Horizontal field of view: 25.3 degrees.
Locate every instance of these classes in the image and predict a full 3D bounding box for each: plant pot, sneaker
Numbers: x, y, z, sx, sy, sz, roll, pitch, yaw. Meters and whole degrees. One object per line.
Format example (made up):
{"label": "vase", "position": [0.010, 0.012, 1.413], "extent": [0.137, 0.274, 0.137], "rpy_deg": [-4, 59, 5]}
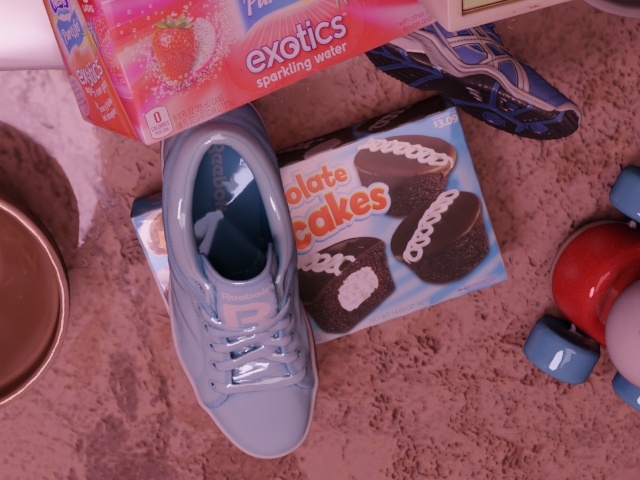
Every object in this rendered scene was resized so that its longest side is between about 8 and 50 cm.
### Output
{"label": "plant pot", "position": [-0.349, 0.040, 1.320], "extent": [0.237, 0.110, 0.237], "rpy_deg": [-2, 111, -5]}
{"label": "sneaker", "position": [0.145, -0.162, 1.285], "extent": [0.211, 0.080, 0.081], "rpy_deg": [29, 73, 8]}
{"label": "sneaker", "position": [-0.079, 0.049, 1.268], "extent": [0.135, 0.150, 0.366], "rpy_deg": [-13, 109, 0]}

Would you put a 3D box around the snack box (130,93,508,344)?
{"label": "snack box", "position": [0.000, 0.000, 1.372], "extent": [0.322, 0.060, 0.187], "rpy_deg": [-19, 110, 1]}

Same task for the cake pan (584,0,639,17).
{"label": "cake pan", "position": [0.312, -0.336, 1.238], "extent": [0.293, 0.054, 0.293], "rpy_deg": [-12, 129, -15]}

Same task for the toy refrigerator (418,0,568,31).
{"label": "toy refrigerator", "position": [0.208, -0.259, 1.148], "extent": [0.269, 0.094, 0.102], "rpy_deg": [-16, 130, -14]}

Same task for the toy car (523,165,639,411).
{"label": "toy car", "position": [0.338, 0.085, 1.350], "extent": [0.210, 0.238, 0.219], "rpy_deg": [23, 107, -15]}

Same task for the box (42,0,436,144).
{"label": "box", "position": [-0.065, -0.211, 1.184], "extent": [0.300, 0.142, 0.154], "rpy_deg": [-25, 113, -23]}

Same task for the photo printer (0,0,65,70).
{"label": "photo printer", "position": [-0.354, -0.266, 1.202], "extent": [0.307, 0.107, 0.256], "rpy_deg": [-2, 111, -6]}
